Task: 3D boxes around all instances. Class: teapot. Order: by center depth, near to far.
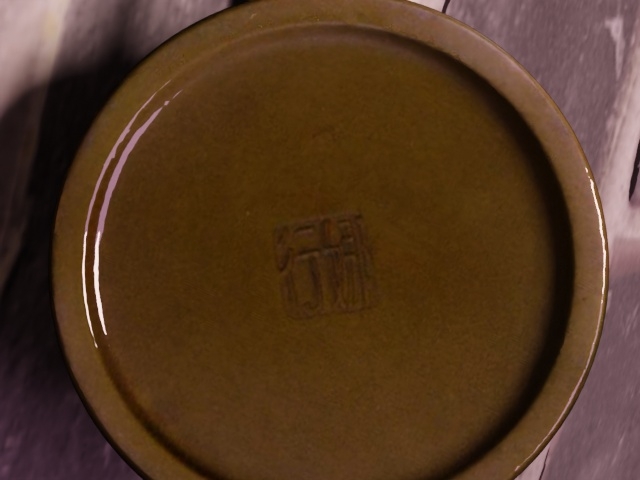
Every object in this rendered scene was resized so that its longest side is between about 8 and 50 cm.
[{"bbox_3d":[0.000,0.000,0.636,0.175,0.186,0.267,117,-34,-86],"label":"teapot"}]
